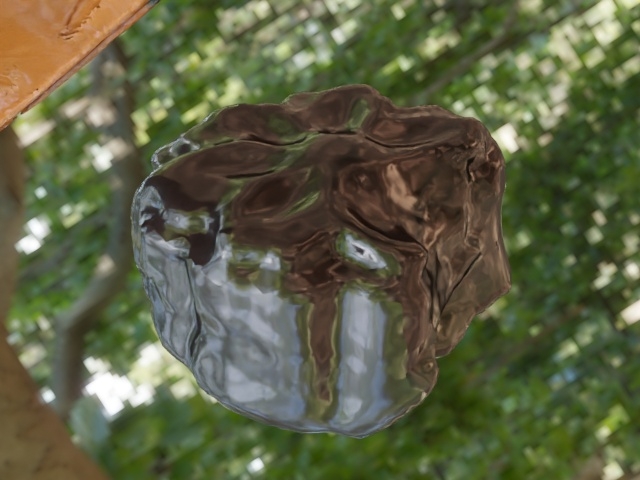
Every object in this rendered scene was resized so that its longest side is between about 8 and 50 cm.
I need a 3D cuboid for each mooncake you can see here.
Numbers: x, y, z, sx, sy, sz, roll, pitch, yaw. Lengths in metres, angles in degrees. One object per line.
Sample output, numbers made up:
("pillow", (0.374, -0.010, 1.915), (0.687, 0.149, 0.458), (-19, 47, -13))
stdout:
("mooncake", (0.000, 0.000, 1.795), (0.381, 0.351, 0.212), (-68, -20, -55))

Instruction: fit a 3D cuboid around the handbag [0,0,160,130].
("handbag", (-0.342, -0.247, 1.691), (0.303, 0.410, 0.116), (26, -128, -31))
